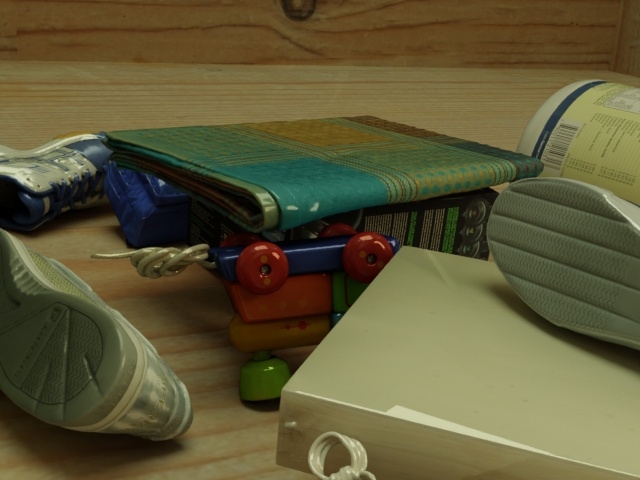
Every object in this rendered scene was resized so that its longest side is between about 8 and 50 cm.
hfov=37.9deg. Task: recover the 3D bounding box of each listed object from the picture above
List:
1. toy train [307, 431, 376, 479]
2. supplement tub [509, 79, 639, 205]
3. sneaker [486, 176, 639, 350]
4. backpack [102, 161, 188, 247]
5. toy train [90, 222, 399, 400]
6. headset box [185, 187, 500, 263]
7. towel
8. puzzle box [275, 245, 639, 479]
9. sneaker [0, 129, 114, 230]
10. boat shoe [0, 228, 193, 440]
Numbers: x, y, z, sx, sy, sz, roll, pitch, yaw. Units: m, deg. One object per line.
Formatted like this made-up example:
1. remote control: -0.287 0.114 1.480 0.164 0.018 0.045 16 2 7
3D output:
1. toy train: -0.022 0.176 0.450 0.125 0.166 0.046 41 -3 27
2. supplement tub: 0.409 -0.046 1.070 0.235 0.235 0.325 -11 24 -40
3. sneaker: 0.215 0.032 0.586 0.091 0.094 0.258 13 14 -41
4. backpack: -0.202 -0.066 1.139 0.098 0.101 0.120 -5 47 -41
5. toy train: -0.057 0.068 0.770 0.248 0.143 0.105 -6 7 -15
6. headset box: 0.026 -0.024 1.059 0.283 0.131 0.246 -6 24 -30
7. towel: 0.009 -0.079 0.940 0.370 0.040 0.271 -10 23 -40
8. puzzle box: 0.209 0.102 0.569 0.409 0.052 0.272 11 19 17
9. sneaker: -0.342 -0.060 1.165 0.296 0.112 0.131 -8 38 -26
10. boat shoe: -0.229 0.076 0.761 0.320 0.118 0.103 18 -16 42
